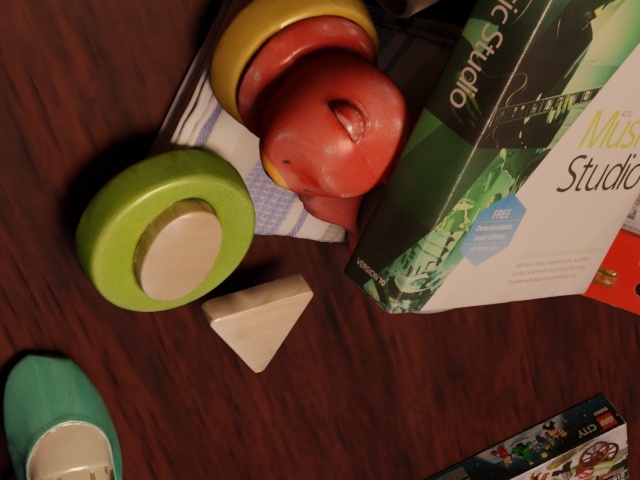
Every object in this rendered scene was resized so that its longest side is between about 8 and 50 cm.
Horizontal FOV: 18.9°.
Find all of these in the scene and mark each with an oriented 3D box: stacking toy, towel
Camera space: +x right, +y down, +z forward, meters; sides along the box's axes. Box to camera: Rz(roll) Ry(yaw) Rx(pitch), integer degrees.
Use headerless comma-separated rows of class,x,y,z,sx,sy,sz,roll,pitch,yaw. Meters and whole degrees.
stacking toy,0.000,0.000,1.353,0.279,0.130,0.309,-43,139,10
towel,0.013,-0.080,1.409,0.285,0.034,0.209,7,126,-37

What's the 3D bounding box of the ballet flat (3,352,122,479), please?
ballet flat,-0.181,0.204,1.453,0.083,0.087,0.247,-15,113,-16

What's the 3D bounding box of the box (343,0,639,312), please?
box,0.167,-0.101,1.272,0.232,0.058,0.322,-4,126,-49

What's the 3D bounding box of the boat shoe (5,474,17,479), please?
boat shoe,-0.189,0.243,1.560,0.083,0.065,0.183,-23,136,-6

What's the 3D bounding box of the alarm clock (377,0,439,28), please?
alarm clock,0.050,-0.203,1.249,0.064,0.129,0.192,-26,152,-12

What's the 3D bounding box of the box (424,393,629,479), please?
box,0.184,0.255,1.830,0.233,0.044,0.159,-25,138,-10

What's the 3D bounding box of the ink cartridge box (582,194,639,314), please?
ink cartridge box,0.313,-0.003,1.575,0.189,0.066,0.232,20,125,9
